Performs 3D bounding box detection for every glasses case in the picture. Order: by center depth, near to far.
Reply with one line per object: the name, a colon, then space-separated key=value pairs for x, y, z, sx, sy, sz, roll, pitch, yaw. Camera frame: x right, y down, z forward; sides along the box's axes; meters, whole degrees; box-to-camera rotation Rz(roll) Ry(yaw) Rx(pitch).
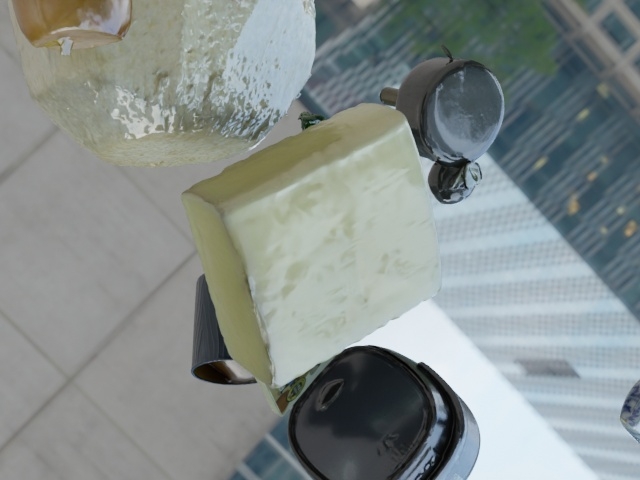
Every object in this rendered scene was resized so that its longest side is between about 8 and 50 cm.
glasses case: x=0.483 y=0.258 z=2.010 sx=0.087 sy=0.065 sz=0.248 roll=-60 pitch=147 yaw=-5

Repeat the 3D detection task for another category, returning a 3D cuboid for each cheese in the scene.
cheese: x=0.000 y=0.000 z=1.615 sx=0.266 sy=0.242 sz=0.124 roll=-28 pitch=-146 yaw=-25

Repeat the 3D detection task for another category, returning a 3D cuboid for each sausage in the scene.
sausage: x=-0.232 y=-0.323 z=1.212 sx=0.112 sy=0.328 sz=0.112 roll=-9 pitch=174 yaw=-1

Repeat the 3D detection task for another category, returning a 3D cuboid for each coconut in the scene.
coconut: x=-0.194 y=-0.297 z=1.670 sx=0.345 sy=0.415 sz=0.415 roll=-9 pitch=-158 yaw=16

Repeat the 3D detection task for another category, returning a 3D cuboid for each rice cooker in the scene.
rice cooker: x=0.098 y=0.292 z=2.054 sx=0.267 sy=0.267 sz=0.224 roll=-43 pitch=147 yaw=1

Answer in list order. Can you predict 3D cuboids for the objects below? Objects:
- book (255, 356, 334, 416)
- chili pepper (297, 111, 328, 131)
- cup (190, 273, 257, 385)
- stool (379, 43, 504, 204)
book: x=0.010 y=0.100 z=1.872 sx=0.264 sy=0.027 sz=0.202 roll=-48 pitch=156 yaw=-15
chili pepper: x=0.016 y=-0.039 z=1.969 sx=0.065 sy=0.122 sz=0.278 roll=159 pitch=-66 yaw=-70
cup: x=-0.103 y=0.117 z=1.944 sx=0.150 sy=0.138 sz=0.113 roll=-5 pitch=156 yaw=10
stool: x=0.174 y=-0.174 z=2.108 sx=0.139 sy=0.153 sz=0.228 roll=17 pitch=-87 yaw=57
